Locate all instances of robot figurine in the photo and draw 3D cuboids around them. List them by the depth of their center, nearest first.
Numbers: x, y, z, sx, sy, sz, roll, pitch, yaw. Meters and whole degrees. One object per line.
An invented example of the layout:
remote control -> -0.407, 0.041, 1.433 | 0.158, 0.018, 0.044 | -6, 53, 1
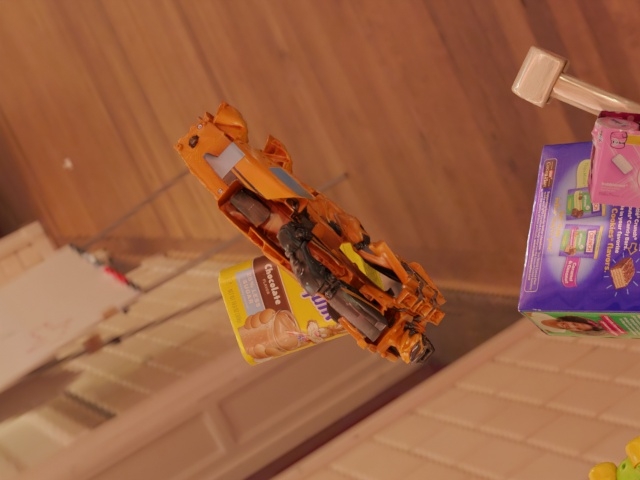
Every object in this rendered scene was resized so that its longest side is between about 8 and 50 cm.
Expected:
robot figurine -> 0.000, 0.000, 1.146 | 0.291, 0.085, 0.211 | 43, -174, 25

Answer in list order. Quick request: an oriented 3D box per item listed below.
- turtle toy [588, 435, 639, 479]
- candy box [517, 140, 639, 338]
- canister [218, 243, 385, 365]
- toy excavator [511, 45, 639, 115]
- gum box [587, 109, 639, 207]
turtle toy -> 0.274, 0.196, 0.971 | 0.130, 0.066, 0.095 | -51, 51, 45
candy box -> 0.459, -0.004, 1.762 | 0.317, 0.268, 0.122 | -2, 158, 37
canister -> -0.019, 0.063, 1.436 | 0.073, 0.169, 0.126 | -6, -103, -77
toy excavator -> 0.574, -0.176, 2.001 | 0.433, 0.445, 0.222 | 33, 106, 32
gum box -> 0.435, -0.100, 1.604 | 0.062, 0.188, 0.107 | -79, -6, -61
